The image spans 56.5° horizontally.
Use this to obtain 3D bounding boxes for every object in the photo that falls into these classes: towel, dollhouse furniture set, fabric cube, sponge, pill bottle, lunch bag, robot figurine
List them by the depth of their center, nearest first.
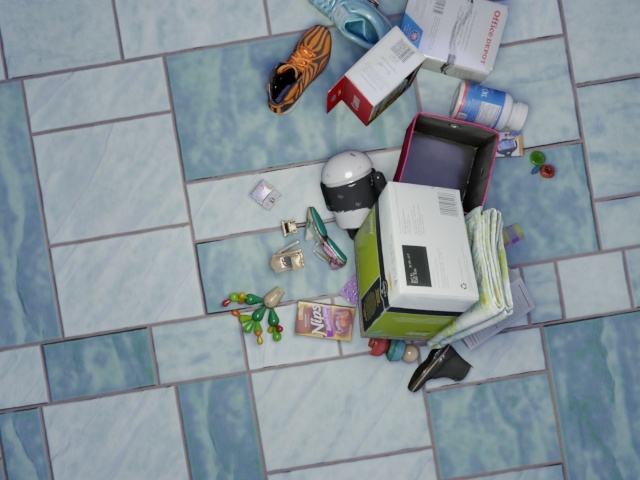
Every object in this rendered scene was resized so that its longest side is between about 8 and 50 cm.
[{"bbox_3d":[0.398,0.112,1.708,0.090,0.374,0.321,11,63,-19],"label":"towel"},{"bbox_3d":[0.367,-0.218,1.822,0.254,0.258,0.259,14,90,1],"label":"fabric cube"},{"bbox_3d":[0.109,-0.142,1.851,0.209,0.173,0.278,-19,108,6],"label":"robot figurine"},{"bbox_3d":[-0.117,0.015,1.863,0.101,0.182,0.161,-12,90,1],"label":"dollhouse furniture set"},{"bbox_3d":[0.533,-0.418,1.887,0.221,0.124,0.124,15,90,0],"label":"pill bottle"},{"bbox_3d":[0.167,0.121,1.914,0.117,0.031,0.210,37,92,25],"label":"sponge"},{"bbox_3d":[-0.175,-0.147,1.930,0.083,0.053,0.071,42,92,-9],"label":"lunch bag"},{"bbox_3d":[0.616,-0.016,1.941,0.083,0.009,0.060,-27,89,0],"label":"towel"}]

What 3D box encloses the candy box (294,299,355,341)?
[{"bbox_3d":[0.014,0.259,1.927,0.186,0.053,0.109,7,91,2],"label":"candy box"}]

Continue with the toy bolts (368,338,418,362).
[{"bbox_3d":[0.261,0.290,1.861,0.158,0.218,0.229,18,107,-4],"label":"toy bolts"}]

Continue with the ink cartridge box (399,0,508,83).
[{"bbox_3d":[0.405,-0.653,1.885,0.307,0.129,0.223,16,90,1],"label":"ink cartridge box"}]

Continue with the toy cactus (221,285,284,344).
[{"bbox_3d":[-0.190,0.220,1.913,0.219,0.112,0.180,40,81,9],"label":"toy cactus"}]

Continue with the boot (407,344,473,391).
[{"bbox_3d":[0.387,0.437,1.915,0.137,0.077,0.198,39,91,-5],"label":"boot"}]

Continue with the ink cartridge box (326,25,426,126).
[{"bbox_3d":[0.155,-0.460,1.798,0.272,0.309,0.130,-43,90,1],"label":"ink cartridge box"}]

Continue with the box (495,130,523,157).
[{"bbox_3d":[0.585,-0.310,1.934,0.136,0.028,0.081,-3,90,-1],"label":"box"}]

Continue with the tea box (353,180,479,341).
[{"bbox_3d":[0.244,0.069,1.642,0.219,0.323,0.329,6,61,-15],"label":"tea box"}]

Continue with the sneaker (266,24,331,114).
[{"bbox_3d":[-0.061,-0.545,1.864,0.124,0.180,0.321,28,90,0],"label":"sneaker"}]

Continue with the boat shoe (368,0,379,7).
[{"bbox_3d":[0.125,-0.783,1.929,0.137,0.049,0.043,30,92,3],"label":"boat shoe"}]

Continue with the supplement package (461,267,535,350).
[{"bbox_3d":[0.513,0.200,1.859,0.244,0.134,0.139,-33,117,0],"label":"supplement package"}]

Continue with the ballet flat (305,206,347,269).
[{"bbox_3d":[0.000,0.000,1.923,0.079,0.077,0.222,-33,90,20],"label":"ballet flat"}]

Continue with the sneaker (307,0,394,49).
[{"bbox_3d":[0.076,-0.725,1.861,0.366,0.150,0.135,34,120,1],"label":"sneaker"}]

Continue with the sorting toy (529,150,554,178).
[{"bbox_3d":[0.709,-0.237,1.930,0.061,0.042,0.102,-33,77,-15],"label":"sorting toy"}]
